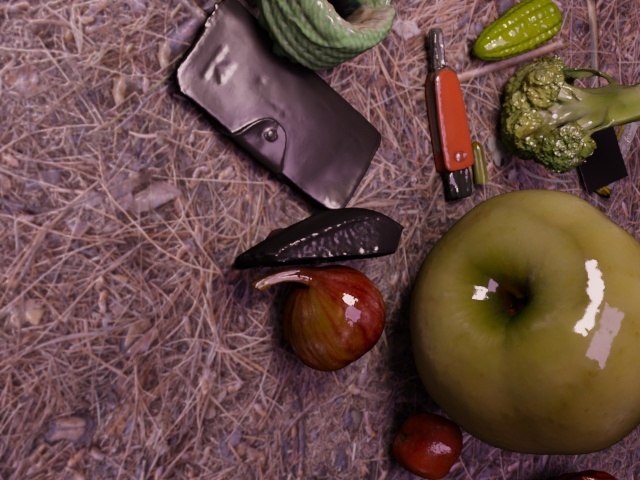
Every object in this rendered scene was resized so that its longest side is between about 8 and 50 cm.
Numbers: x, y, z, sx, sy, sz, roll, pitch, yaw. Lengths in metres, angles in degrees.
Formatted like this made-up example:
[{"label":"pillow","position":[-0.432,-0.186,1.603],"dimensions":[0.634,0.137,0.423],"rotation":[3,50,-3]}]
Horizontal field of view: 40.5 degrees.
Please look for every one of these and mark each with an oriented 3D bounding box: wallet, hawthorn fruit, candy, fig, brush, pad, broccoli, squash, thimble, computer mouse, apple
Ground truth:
[{"label":"wallet","position":[-0.067,-0.216,1.428],"dimensions":[0.377,0.051,0.197],"rotation":[40,68,-25]},{"label":"hawthorn fruit","position":[0.192,0.365,1.554],"dimensions":[0.128,0.128,0.128],"rotation":[0,90,-33]},{"label":"candy","position":[0.377,-0.404,1.693],"dimensions":[0.209,0.096,0.097],"rotation":[-31,106,-24]},{"label":"fig","position":[0.008,0.100,1.403],"dimensions":[0.175,0.175,0.207],"rotation":[-42,118,-26]},{"label":"brush","position":[0.237,-0.236,1.628],"dimensions":[0.070,0.051,0.324],"rotation":[-13,100,-26]},{"label":"pad","position":[0.590,-0.209,1.863],"dimensions":[0.127,0.004,0.190],"rotation":[-21,96,-26]},{"label":"broccoli","position":[0.461,-0.248,1.625],"dimensions":[0.254,0.302,0.186],"rotation":[-48,119,-21]},{"label":"squash","position":[0.307,-0.151,1.683],"dimensions":[0.027,0.027,0.083],"rotation":[-11,95,-32]},{"label":"thimble","position":[0.008,-0.387,1.397],"dimensions":[0.219,0.150,0.219],"rotation":[14,69,-40]},{"label":"computer mouse","position":[0.000,-0.005,1.404],"dimensions":[0.295,0.168,0.087],"rotation":[-6,87,-32]},{"label":"apple","position":[0.380,0.149,1.496],"dimensions":[0.473,0.473,0.474],"rotation":[0,90,-33]}]

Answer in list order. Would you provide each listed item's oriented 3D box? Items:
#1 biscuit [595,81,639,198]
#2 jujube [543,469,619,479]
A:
[{"label":"biscuit","position":[0.672,-0.223,1.920],"dimensions":[0.048,0.026,0.292],"rotation":[35,71,-24]},{"label":"jujube","position":[0.504,0.548,1.723],"dimensions":[0.250,0.174,0.174],"rotation":[-4,92,-34]}]
